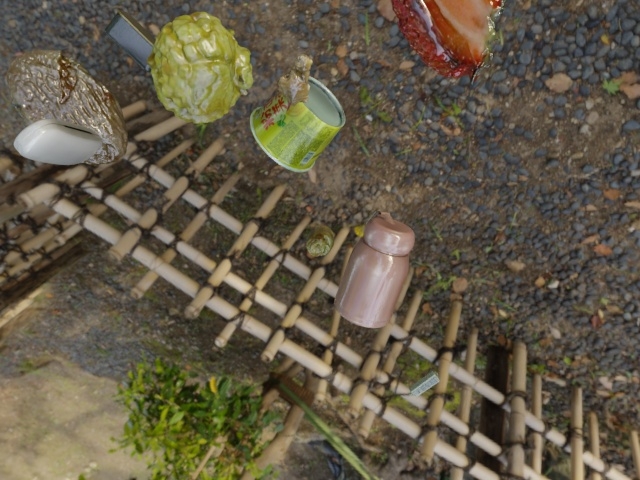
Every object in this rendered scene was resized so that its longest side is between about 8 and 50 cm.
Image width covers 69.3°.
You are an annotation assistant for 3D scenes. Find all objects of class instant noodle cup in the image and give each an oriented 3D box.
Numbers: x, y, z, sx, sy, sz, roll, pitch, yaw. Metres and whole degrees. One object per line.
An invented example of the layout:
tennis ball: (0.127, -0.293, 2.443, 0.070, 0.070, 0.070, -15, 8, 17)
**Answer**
instant noodle cup: (-0.068, -0.432, 1.664, 0.311, 0.311, 0.221, 46, 126, -10)

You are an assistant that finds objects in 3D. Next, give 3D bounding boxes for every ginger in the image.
ginger: (-0.076, -0.474, 1.356, 0.096, 0.067, 0.165, 9, 141, -2)

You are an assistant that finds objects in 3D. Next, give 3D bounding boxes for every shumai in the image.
shumai: (-0.690, -0.356, 1.323, 0.346, 0.217, 0.283, 42, 173, -13)

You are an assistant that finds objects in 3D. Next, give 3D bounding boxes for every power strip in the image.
power strip: (0.239, 0.334, 1.071, 0.083, 0.017, 0.027, -39, 114, 6)

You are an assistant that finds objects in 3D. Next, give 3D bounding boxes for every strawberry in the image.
strawberry: (0.164, -0.324, 0.677, 0.098, 0.228, 0.174, 12, 98, 57)

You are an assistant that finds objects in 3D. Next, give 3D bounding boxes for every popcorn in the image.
popcorn: (-0.300, -0.423, 1.158, 0.258, 0.270, 0.224, -29, 67, 10)

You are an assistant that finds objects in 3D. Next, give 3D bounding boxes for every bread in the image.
bread: (-0.001, 0.000, 1.634, 0.098, 0.269, 0.087, -3, 97, 1)

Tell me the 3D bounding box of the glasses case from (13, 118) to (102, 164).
glasses case: (-0.439, -0.165, 0.789, 0.074, 0.193, 0.049, -37, 96, 4)

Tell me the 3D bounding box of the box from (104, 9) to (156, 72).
box: (-0.624, -0.675, 1.586, 0.090, 0.144, 0.201, -43, 111, 10)

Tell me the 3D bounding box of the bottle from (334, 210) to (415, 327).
bottle: (0.153, 0.075, 1.318, 0.173, 0.206, 0.296, 9, 112, -17)
